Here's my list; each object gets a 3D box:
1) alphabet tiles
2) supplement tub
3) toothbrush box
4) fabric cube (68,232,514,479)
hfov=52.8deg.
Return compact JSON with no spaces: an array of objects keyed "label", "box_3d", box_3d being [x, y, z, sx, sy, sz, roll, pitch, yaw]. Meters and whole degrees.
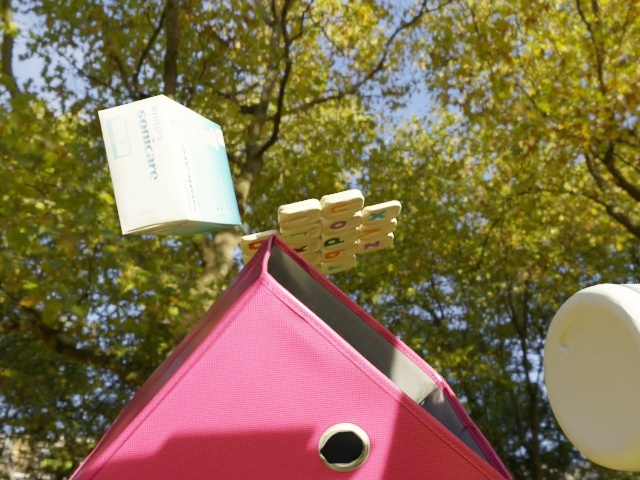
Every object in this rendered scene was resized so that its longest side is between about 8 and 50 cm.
[{"label":"alphabet tiles","box_3d":[0.000,0.000,1.135,0.278,0.021,0.284,-15,-25,-7]},{"label":"supplement tub","box_3d":[0.500,0.174,0.866,0.325,0.235,0.235,1,-35,-17]},{"label":"toothbrush box","box_3d":[-0.267,-0.123,1.199,0.126,0.216,0.295,-12,-1,9]},{"label":"fabric cube","box_3d":[-0.036,0.180,0.580,0.254,0.259,0.258,42,-87,-6]}]
